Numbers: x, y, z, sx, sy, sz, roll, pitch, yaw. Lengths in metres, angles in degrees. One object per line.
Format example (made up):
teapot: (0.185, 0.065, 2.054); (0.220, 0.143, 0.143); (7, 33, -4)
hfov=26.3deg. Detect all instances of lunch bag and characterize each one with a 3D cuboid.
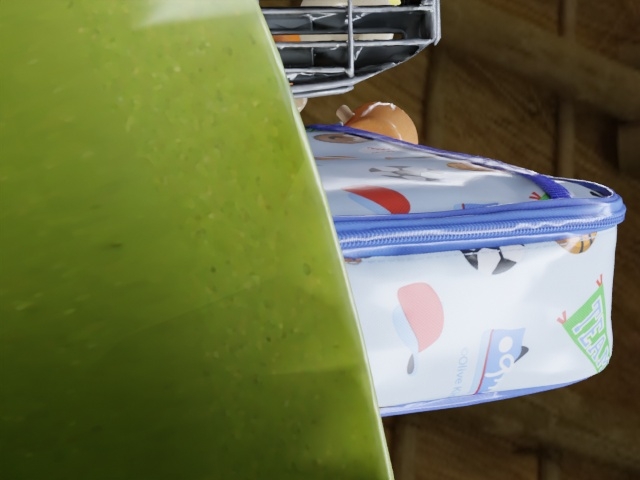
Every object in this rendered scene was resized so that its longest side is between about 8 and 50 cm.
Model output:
lunch bag: (0.000, 0.000, 0.725); (0.243, 0.115, 0.303); (-7, -165, -27)

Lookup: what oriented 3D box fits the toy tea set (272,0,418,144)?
toy tea set: (0.009, -0.083, 1.279); (0.200, 0.124, 0.336); (-11, -80, 14)

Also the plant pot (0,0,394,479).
plant pot: (-0.158, 0.052, 0.262); (0.293, 0.275, 0.275); (-15, -124, 12)

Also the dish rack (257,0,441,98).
dish rack: (-0.048, -0.186, 0.572); (0.208, 0.074, 0.272); (-1, -99, -3)
